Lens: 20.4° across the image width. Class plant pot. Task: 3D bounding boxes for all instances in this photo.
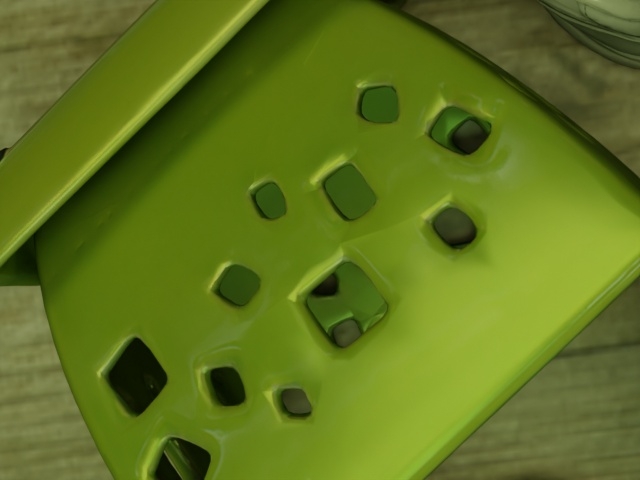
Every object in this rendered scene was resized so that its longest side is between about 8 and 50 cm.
[{"bbox_3d":[0.000,0.000,0.740,0.227,0.228,0.207,-44,83,8],"label":"plant pot"}]

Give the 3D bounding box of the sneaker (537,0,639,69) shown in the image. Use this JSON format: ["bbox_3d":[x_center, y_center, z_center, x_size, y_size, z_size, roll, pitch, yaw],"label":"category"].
[{"bbox_3d":[0.069,-0.199,0.749,0.305,0.152,0.114,43,100,3],"label":"sneaker"}]
